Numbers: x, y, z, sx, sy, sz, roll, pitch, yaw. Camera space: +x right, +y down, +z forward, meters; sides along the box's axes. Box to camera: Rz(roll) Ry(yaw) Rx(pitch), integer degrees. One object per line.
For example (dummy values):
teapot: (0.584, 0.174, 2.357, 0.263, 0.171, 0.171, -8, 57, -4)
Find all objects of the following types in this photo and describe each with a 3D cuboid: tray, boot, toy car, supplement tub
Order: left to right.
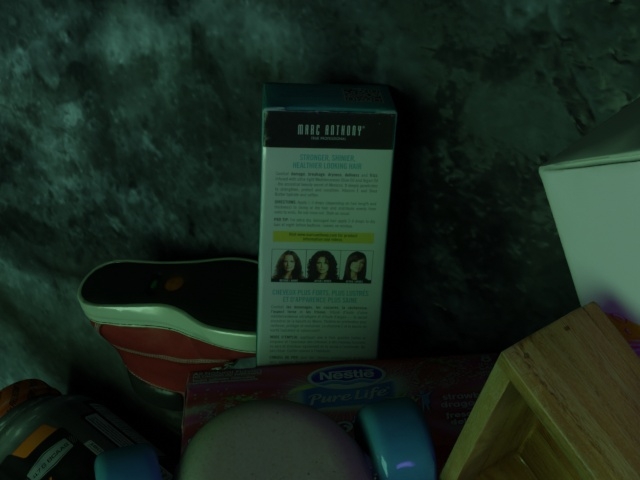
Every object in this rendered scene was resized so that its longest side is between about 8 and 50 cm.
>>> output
supplement tub: (-0.234, 0.294, 1.293, 0.316, 0.193, 0.194, 33, 131, 23)
boot: (-0.092, 0.105, 1.154, 0.244, 0.088, 0.176, 4, 135, 27)
toy car: (-0.030, 0.247, 0.846, 0.238, 0.219, 0.210, 98, 160, -54)
tray: (0.223, 0.250, 0.665, 0.411, 0.076, 0.203, 56, 159, 24)

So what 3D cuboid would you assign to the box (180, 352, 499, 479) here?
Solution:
box: (0.025, 0.177, 0.957, 0.256, 0.123, 0.128, -4, 118, -1)

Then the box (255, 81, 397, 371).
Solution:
box: (0.000, 0.000, 0.968, 0.100, 0.060, 0.244, 1, 117, -4)

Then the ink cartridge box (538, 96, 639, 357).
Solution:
ink cartridge box: (0.265, 0.024, 0.713, 0.168, 0.171, 0.233, -6, 109, 44)
